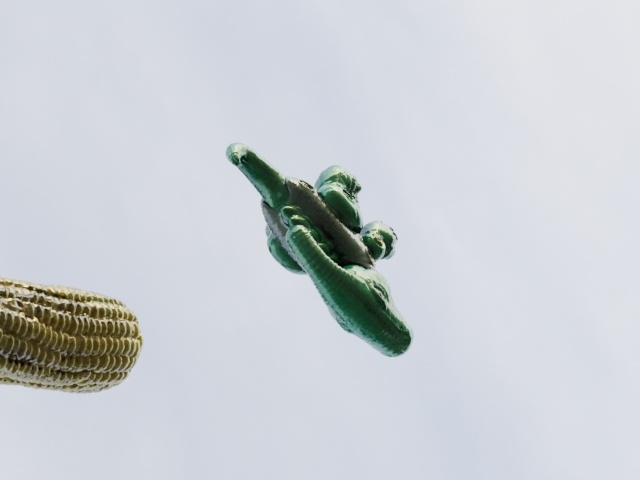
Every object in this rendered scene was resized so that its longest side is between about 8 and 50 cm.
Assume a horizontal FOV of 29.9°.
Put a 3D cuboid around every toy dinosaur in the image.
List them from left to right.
[{"bbox_3d":[0.000,0.000,0.603,0.059,0.096,0.132,-42,-83,10],"label":"toy dinosaur"}]

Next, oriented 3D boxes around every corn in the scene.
[{"bbox_3d":[-0.190,0.055,0.722,0.203,0.072,0.072,16,-98,-52],"label":"corn"}]
